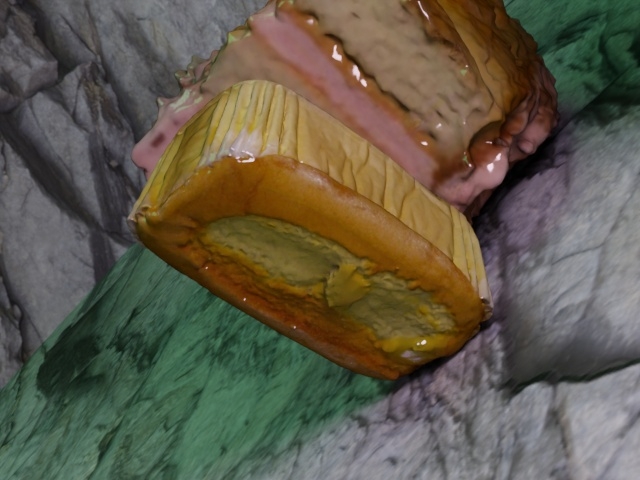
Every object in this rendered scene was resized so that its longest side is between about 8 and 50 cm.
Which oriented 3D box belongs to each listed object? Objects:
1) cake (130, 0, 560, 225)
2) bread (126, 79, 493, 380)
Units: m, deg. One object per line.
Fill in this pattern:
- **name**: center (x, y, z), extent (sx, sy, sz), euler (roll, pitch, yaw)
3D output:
- **cake**: center (0.036, -0.117, 1.429), extent (0.307, 0.293, 0.314), euler (-41, 4, 22)
- **bread**: center (0.000, 0.000, 1.221), extent (0.152, 0.288, 0.119), euler (-35, 35, 36)
